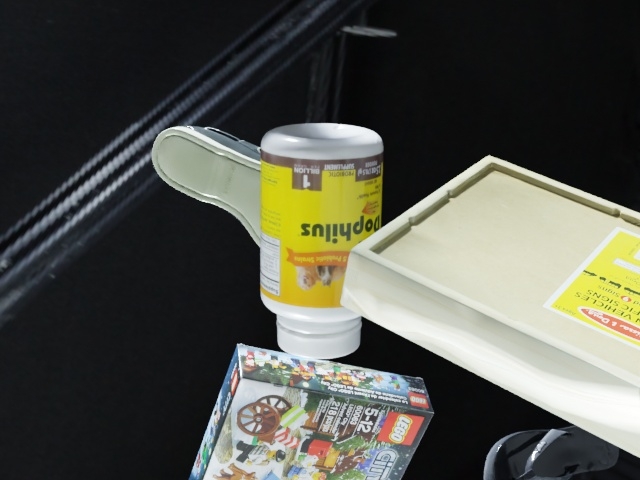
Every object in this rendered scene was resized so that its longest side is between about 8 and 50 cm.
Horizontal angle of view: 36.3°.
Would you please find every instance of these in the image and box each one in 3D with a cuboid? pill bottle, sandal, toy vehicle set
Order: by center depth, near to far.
[{"bbox_3d":[0.165,0.040,0.504,0.166,0.266,0.035,-32,-41,-48],"label":"toy vehicle set"},{"bbox_3d":[0.000,0.000,0.946,0.117,0.117,0.215,-13,-69,-39],"label":"pill bottle"},{"bbox_3d":[0.345,0.317,1.435,0.254,0.054,0.097,-13,-97,-29],"label":"sandal"}]

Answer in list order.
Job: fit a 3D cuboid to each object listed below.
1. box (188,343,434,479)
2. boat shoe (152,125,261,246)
[{"bbox_3d":[-0.024,0.201,0.807,0.159,0.044,0.233,13,-61,-15],"label":"box"},{"bbox_3d":[-0.080,-0.068,1.428,0.113,0.340,0.127,-37,-29,-62],"label":"boat shoe"}]
